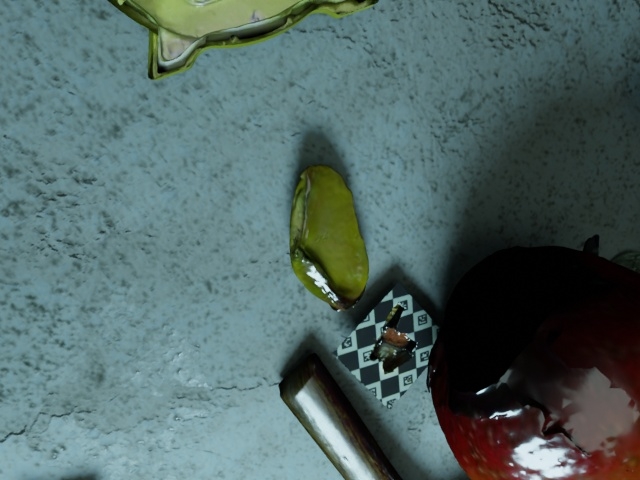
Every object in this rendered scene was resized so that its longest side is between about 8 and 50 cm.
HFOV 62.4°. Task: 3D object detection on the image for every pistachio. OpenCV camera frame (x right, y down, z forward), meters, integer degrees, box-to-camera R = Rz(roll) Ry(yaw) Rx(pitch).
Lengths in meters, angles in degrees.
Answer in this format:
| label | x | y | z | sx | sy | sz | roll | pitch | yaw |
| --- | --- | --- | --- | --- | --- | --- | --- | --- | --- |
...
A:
| label | x | y | z | sx | sy | sz | roll | pitch | yaw |
| --- | --- | --- | --- | --- | --- | --- | --- | --- | --- |
| pistachio | 0.000 | 0.000 | 0.595 | 0.089 | 0.049 | 0.173 | -24 | 108 | -30 |

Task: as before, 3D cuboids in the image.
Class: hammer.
| label | x | y | z | sx | sy | sz | roll | pitch | yaw |
| --- | --- | --- | --- | --- | --- | --- | --- | --- | --- |
| hammer | 0.075 | 0.321 | 0.666 | 0.242 | 0.095 | 0.409 | -33 | 103 | 8 |

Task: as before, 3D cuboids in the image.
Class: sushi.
| label | x | y | z | sx | sy | sz | roll | pitch | yaw |
| --- | --- | --- | --- | --- | --- | --- | --- | --- | --- |
| sushi | 0.086 | 0.129 | 0.660 | 0.120 | 0.026 | 0.126 | -46 | 116 | -6 |

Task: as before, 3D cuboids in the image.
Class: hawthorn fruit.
| label | x | y | z | sx | sy | sz | roll | pitch | yaw |
| --- | --- | --- | --- | --- | --- | --- | --- | --- | --- |
| hawthorn fruit | 0.253 | 0.152 | 0.574 | 0.315 | 0.316 | 0.316 | -3 | 105 | -12 |

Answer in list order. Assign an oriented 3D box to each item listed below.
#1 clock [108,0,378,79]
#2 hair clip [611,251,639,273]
| label | x | y | z | sx | sy | sz | roll | pitch | yaw |
| --- | --- | --- | --- | --- | --- | --- | --- | --- | --- |
| clock | -0.098 | -0.315 | 0.478 | 0.276 | 0.071 | 0.294 | -14 | 107 | -5 |
| hair clip | 0.396 | 0.176 | 0.711 | 0.138 | 0.091 | 0.322 | 21 | 97 | -15 |
